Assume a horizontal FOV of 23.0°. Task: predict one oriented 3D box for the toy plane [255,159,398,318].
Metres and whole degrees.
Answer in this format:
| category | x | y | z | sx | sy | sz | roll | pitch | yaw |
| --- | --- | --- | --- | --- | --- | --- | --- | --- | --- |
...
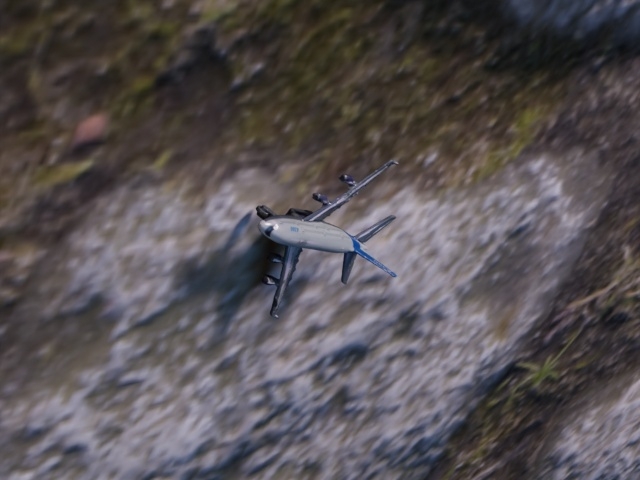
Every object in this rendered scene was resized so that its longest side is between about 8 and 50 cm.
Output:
| category | x | y | z | sx | sy | sz | roll | pitch | yaw |
| --- | --- | --- | --- | --- | --- | --- | --- | --- | --- |
| toy plane | -0.001 | -0.001 | 0.589 | 0.078 | 0.024 | 0.084 | -52 | 144 | 14 |
